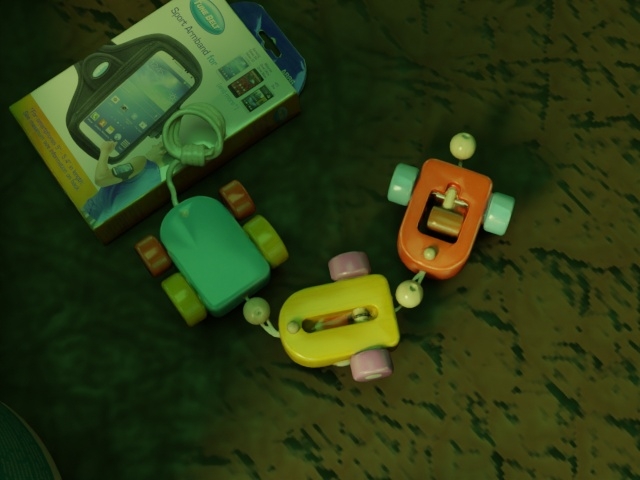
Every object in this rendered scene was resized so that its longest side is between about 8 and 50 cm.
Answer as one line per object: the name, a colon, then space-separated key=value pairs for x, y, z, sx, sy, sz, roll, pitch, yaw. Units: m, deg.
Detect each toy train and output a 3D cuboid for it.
toy train: x=0.000 y=0.000 z=0.581 sx=0.166 sy=0.046 sz=0.125 roll=14 pitch=73 yaw=5

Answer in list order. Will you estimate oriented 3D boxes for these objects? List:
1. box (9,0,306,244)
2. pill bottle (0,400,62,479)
box: x=-0.075 y=-0.069 z=0.615 sx=0.136 sy=0.028 sz=0.081 roll=-36 pitch=73 yaw=-5
pill bottle: x=-0.175 y=0.107 z=0.442 sx=0.146 sy=0.264 sz=0.146 roll=-1 pitch=73 yaw=5
